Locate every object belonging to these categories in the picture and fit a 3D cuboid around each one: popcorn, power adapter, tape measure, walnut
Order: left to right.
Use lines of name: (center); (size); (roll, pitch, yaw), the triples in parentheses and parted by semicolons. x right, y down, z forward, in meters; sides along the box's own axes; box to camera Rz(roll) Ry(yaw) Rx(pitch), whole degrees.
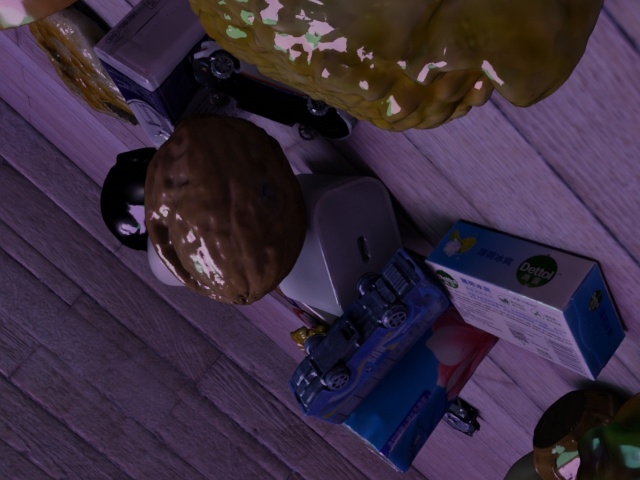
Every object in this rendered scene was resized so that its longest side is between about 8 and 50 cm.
walnut: (-0.115, -0.039, 0.887); (0.198, 0.198, 0.245); (1, 106, 67)
power adapter: (0.000, 0.000, 1.054); (0.255, 0.124, 0.187); (11, 120, 62)
popcorn: (0.034, -0.172, 0.494); (0.286, 0.174, 0.225); (27, 178, 8)
tape measure: (0.312, 0.394, 1.634); (0.094, 0.054, 0.091); (26, 153, 37)

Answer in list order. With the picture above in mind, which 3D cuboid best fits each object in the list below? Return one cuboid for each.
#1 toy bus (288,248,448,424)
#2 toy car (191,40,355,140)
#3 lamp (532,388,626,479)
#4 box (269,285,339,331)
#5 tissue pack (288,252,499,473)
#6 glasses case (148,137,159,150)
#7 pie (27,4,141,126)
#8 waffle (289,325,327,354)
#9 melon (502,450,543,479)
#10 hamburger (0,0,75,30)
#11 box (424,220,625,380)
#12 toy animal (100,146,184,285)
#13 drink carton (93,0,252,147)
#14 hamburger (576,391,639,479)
toy bus: (0.059, 0.125, 0.920); (0.094, 0.236, 0.079); (29, -164, -43)
toy car: (-0.053, -0.175, 0.856); (0.204, 0.056, 0.095); (19, 164, -4)
lamp: (0.394, 0.305, 1.001); (0.185, 0.161, 0.161); (41, 165, 0)
box: (-0.101, 0.095, 1.762); (0.353, 0.069, 0.214); (37, 165, 7)
tissue pack: (0.109, 0.165, 1.055); (0.209, 0.270, 0.137); (30, 165, 37)
glasses case: (-0.171, -0.124, 1.289); (0.313, 0.070, 0.131); (30, 162, 32)
pie: (-0.424, -0.321, 1.325); (0.337, 0.075, 0.337); (38, 165, 12)
waffle: (0.082, 0.273, 1.699); (0.325, 0.068, 0.302); (27, 162, -24)
melon: (0.423, 0.473, 1.212); (0.271, 0.272, 0.308); (22, 149, 49)
hamburger: (-0.284, -0.331, 0.595); (0.274, 0.274, 0.212); (29, 163, 35)
box: (0.235, 0.065, 0.844); (0.194, 0.073, 0.139); (23, 157, 48)
toy animal: (-0.279, -0.040, 1.474); (0.310, 0.251, 0.251); (27, 161, 26)
drink carton: (-0.179, -0.206, 0.951); (0.102, 0.134, 0.222); (32, 163, 20)
hamburger: (0.442, 0.338, 0.731); (0.395, 0.277, 0.396); (39, 163, 14)
